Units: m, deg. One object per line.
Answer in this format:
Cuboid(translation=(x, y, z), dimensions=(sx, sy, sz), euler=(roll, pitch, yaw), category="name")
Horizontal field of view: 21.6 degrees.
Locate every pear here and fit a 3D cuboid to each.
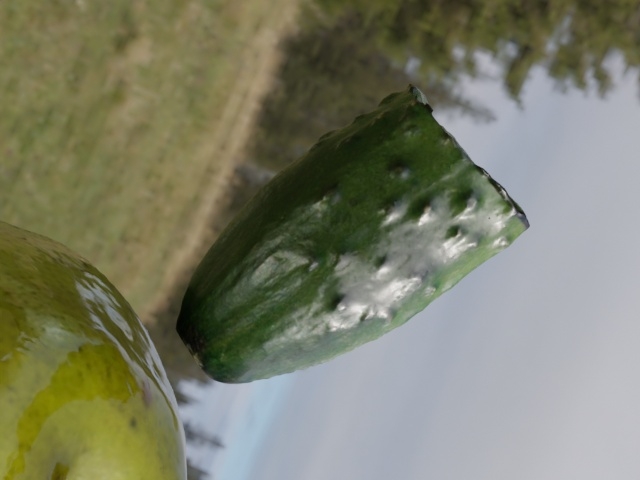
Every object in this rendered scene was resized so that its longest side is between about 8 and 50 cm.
Cuboid(translation=(-0.139, 0.078, 0.548), dimensions=(0.198, 0.198, 0.198), euler=(-157, -90, -89), category="pear")

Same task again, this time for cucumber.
Cuboid(translation=(0.000, 0.000, 0.507), dimensions=(0.107, 0.067, 0.035), euler=(-36, 147, 3), category="cucumber")
